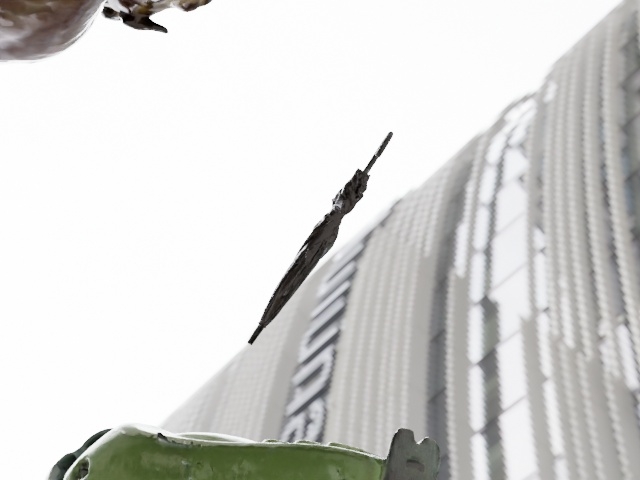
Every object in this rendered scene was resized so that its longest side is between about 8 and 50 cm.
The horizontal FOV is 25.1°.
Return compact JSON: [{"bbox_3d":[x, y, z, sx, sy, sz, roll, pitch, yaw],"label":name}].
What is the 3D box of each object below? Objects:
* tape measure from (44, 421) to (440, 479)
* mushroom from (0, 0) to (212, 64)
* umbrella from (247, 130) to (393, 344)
[{"bbox_3d":[-0.049,0.147,0.604,0.087,0.177,0.154,26,-110,-53],"label":"tape measure"},{"bbox_3d":[-0.159,-0.215,0.698,0.267,0.267,0.254,44,-159,-4],"label":"mushroom"},{"bbox_3d":[0.000,-0.001,0.670,0.013,0.122,0.022,34,-164,-1],"label":"umbrella"}]
